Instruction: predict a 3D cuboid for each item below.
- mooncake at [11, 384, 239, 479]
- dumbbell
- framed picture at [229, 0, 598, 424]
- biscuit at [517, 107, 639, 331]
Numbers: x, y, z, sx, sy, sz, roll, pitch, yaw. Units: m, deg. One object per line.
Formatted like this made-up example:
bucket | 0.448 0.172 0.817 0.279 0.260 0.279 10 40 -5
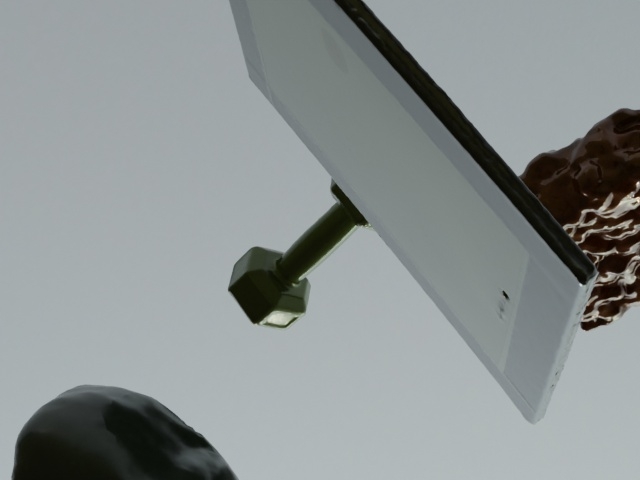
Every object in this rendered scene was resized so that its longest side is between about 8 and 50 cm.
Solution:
mooncake | -0.119 0.161 0.551 0.169 0.104 0.175 1 -87 16
dumbbell | 0.000 0.000 1.501 0.121 0.108 0.302 16 -48 -42
framed picture | 0.035 -0.056 0.678 0.347 0.016 0.265 52 -11 23
biscuit | 0.377 -0.028 1.413 0.318 0.110 0.312 -34 -42 18
